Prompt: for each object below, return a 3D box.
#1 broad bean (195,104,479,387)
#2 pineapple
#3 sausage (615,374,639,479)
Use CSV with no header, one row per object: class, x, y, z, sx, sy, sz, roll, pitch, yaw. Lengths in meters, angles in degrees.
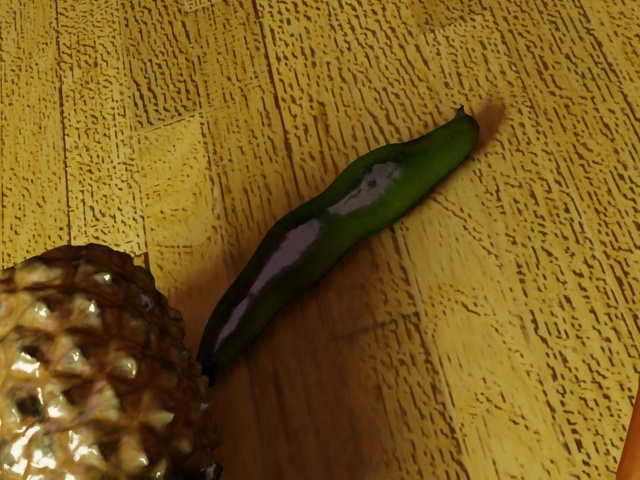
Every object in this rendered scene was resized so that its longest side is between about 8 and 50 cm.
broad bean,-0.001,-0.001,0.759,0.297,0.043,0.060,-42,69,-10
pineapple,-0.102,0.165,0.620,0.169,0.169,0.340,-32,59,-4
sausage,0.234,0.089,0.561,0.133,0.133,0.258,7,58,24
